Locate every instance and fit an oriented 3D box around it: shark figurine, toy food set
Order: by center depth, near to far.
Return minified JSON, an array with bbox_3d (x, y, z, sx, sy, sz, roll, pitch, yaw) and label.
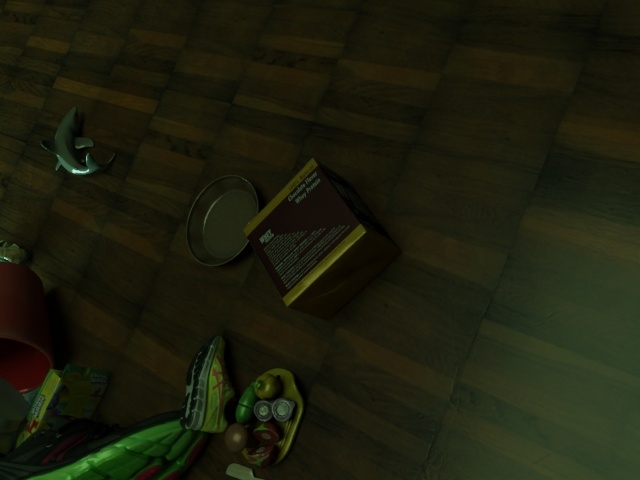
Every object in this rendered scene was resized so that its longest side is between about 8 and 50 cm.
[{"bbox_3d":[-0.112,0.331,1.263,0.128,0.071,0.218,14,82,38],"label":"toy food set"},{"bbox_3d":[-0.654,-0.228,1.826,0.166,0.116,0.278,-52,51,10],"label":"shark figurine"}]

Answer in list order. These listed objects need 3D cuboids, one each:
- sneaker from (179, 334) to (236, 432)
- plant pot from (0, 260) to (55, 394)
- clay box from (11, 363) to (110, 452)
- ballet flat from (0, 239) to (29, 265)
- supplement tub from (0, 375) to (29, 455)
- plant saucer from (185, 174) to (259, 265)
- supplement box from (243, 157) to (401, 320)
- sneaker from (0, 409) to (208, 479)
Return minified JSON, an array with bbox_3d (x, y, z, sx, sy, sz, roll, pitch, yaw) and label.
[{"bbox_3d":[-0.202,0.276,1.349,0.081,0.094,0.208,-43,29,40],"label":"sneaker"},{"bbox_3d":[-0.762,0.200,1.667,0.275,0.275,0.243,-33,48,21],"label":"plant pot"},{"bbox_3d":[-0.553,0.366,1.527,0.053,0.127,0.222,23,87,38],"label":"clay box"},{"bbox_3d":[-0.848,0.036,1.906,0.206,0.073,0.067,13,54,35],"label":"ballet flat"},{"bbox_3d":[-0.799,0.441,1.482,0.241,0.241,0.331,36,87,38],"label":"supplement tub"},{"bbox_3d":[-0.197,-0.039,1.480,0.198,0.036,0.199,-12,68,32],"label":"plant saucer"},{"bbox_3d":[0.000,0.000,1.267,0.191,0.129,0.194,-44,54,14],"label":"supplement box"},{"bbox_3d":[-0.453,0.406,1.358,0.482,0.185,0.202,-19,47,5],"label":"sneaker"}]
